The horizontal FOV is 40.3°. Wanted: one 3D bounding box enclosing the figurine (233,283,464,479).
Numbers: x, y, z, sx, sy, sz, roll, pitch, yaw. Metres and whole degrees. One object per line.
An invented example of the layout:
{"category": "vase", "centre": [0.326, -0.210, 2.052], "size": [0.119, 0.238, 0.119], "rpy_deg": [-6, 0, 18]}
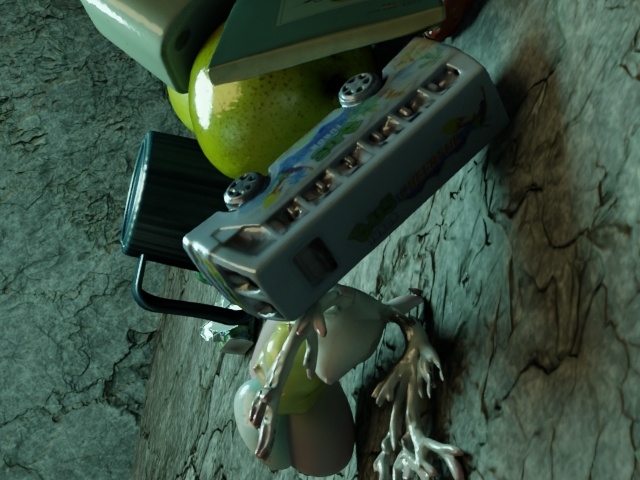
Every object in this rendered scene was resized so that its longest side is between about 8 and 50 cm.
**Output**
{"category": "figurine", "centre": [0.018, 0.160, 0.930], "size": [0.315, 0.206, 0.284], "rpy_deg": [112, 168, -50]}

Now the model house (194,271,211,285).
{"category": "model house", "centre": [-0.201, 0.009, 1.879], "size": [0.149, 0.119, 0.148], "rpy_deg": [-41, 39, 52]}

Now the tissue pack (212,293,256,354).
{"category": "tissue pack", "centre": [-0.171, 0.157, 1.709], "size": [0.085, 0.079, 0.111], "rpy_deg": [128, 149, -57]}

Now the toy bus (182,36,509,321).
{"category": "toy bus", "centre": [0.029, -0.057, 0.855], "size": [0.330, 0.109, 0.136], "rpy_deg": [-42, 37, -10]}

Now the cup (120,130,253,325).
{"category": "cup", "centre": [-0.201, -0.029, 1.566], "size": [0.242, 0.292, 0.308], "rpy_deg": [-121, 46, -66]}

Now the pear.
{"category": "pear", "centre": [-0.051, -0.207, 1.240], "size": [0.294, 0.294, 0.294], "rpy_deg": [-168, 90, -74]}

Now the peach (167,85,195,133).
{"category": "peach", "centre": [-0.130, -0.315, 1.515], "size": [0.314, 0.282, 0.315], "rpy_deg": [-109, 22, -61]}

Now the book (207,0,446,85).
{"category": "book", "centre": [0.011, -0.301, 1.062], "size": [0.379, 0.264, 0.031], "rpy_deg": [-84, -22, -57]}

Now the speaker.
{"category": "speaker", "centre": [-0.164, -0.436, 1.299], "size": [0.406, 0.184, 0.183], "rpy_deg": [-53, -14, -13]}

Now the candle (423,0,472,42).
{"category": "candle", "centre": [0.159, -0.276, 0.977], "size": [0.053, 0.048, 0.162], "rpy_deg": [-57, 1, -25]}

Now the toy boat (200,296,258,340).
{"category": "toy boat", "centre": [-0.160, 0.133, 1.648], "size": [0.105, 0.034, 0.149], "rpy_deg": [24, 71, 36]}
